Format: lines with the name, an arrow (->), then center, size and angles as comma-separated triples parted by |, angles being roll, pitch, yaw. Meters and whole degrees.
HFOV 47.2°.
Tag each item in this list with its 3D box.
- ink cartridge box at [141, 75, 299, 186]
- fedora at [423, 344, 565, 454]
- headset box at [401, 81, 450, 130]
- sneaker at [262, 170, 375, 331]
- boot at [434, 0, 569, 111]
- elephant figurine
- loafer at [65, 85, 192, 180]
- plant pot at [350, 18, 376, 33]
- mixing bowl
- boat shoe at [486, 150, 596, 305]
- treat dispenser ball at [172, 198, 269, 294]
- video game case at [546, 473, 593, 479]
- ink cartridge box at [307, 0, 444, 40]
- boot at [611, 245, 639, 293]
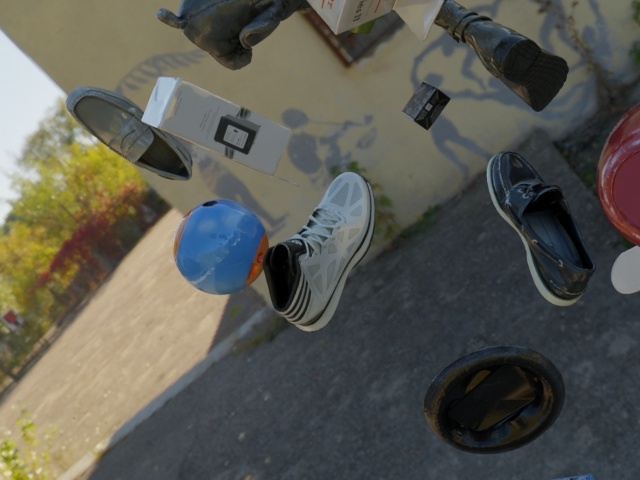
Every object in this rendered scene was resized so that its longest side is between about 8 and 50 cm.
ink cartridge box -> -0.107, -0.128, 0.856 | 0.104, 0.180, 0.060 | 28, 96, 62
fedora -> 0.408, 0.353, 1.762 | 0.334, 0.334, 0.153 | -38, 18, 19
headset box -> 0.167, -0.218, 1.176 | 0.062, 0.032, 0.083 | -54, 18, 10
sneaker -> 0.001, 0.001, 1.876 | 0.169, 0.257, 0.448 | 15, 79, 26
boot -> 0.275, -0.291, 1.116 | 0.083, 0.161, 0.246 | -53, -32, 15
elephant figurine -> -0.101, -0.393, 1.183 | 0.239, 0.169, 0.186 | -14, 42, 35
loafer -> -0.404, -0.228, 1.597 | 0.112, 0.319, 0.111 | -51, 43, 12
plant pot -> 0.080, -0.435, 1.379 | 0.083, 0.083, 0.079 | -61, -13, -52
mixing bowl -> 0.353, -0.057, 0.738 | 0.098, 0.182, 0.181 | -19, -7, -46
boat shoe -> 0.420, -0.050, 1.383 | 0.113, 0.127, 0.340 | 112, 151, -56
treat dispenser ball -> -0.298, 0.020, 2.197 | 0.288, 0.288, 0.288 | -39, 15, 12
video game case -> 0.561, 0.616, 1.724 | 0.166, 0.015, 0.119 | -26, 27, 39
ink cartridge box -> 0.026, -0.441, 1.009 | 0.119, 0.353, 0.207 | -30, -18, -26
boot -> 0.545, 0.022, 1.154 | 0.086, 0.069, 0.190 | -6, -31, -20
